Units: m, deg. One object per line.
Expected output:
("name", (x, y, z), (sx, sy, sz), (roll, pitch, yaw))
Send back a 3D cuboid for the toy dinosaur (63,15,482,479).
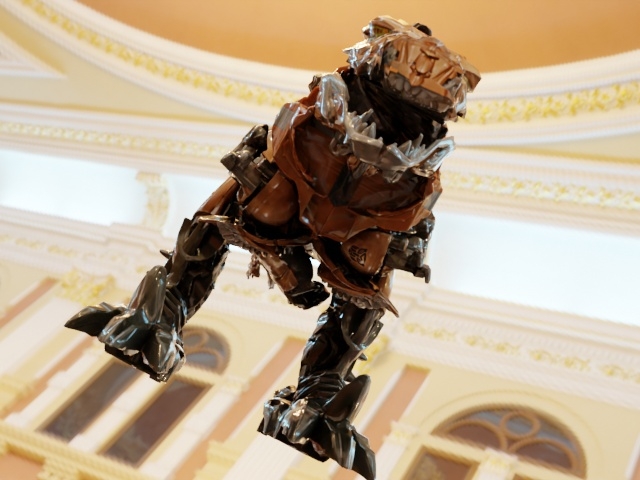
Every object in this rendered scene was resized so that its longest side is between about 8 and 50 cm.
("toy dinosaur", (0.000, 0.000, 0.492), (0.164, 0.218, 0.322), (22, -16, 14))
